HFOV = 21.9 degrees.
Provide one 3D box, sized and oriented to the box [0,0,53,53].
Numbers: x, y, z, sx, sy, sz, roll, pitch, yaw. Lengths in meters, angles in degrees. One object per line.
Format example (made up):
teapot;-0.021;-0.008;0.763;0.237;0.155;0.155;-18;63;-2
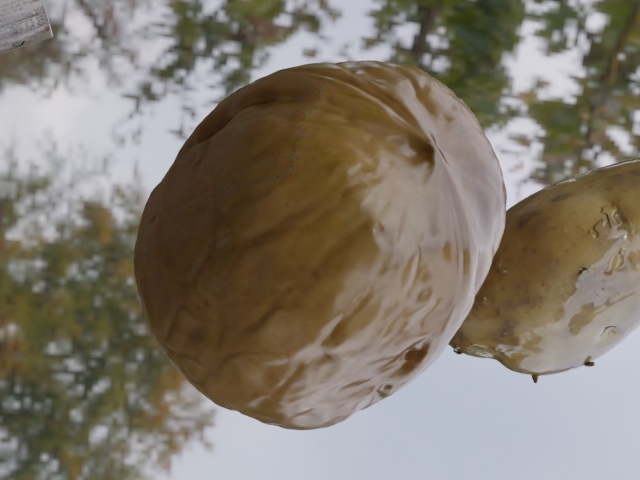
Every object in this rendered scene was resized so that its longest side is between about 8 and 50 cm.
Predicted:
box;-0.224;-0.164;1.187;0.083;0.053;0.024;92;-23;-71

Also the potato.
potato;0.199;0.023;1.248;0.161;0.235;0.128;77;-12;-67

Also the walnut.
walnut;0.000;0.000;0.915;0.222;0.195;0.195;-43;-135;44
